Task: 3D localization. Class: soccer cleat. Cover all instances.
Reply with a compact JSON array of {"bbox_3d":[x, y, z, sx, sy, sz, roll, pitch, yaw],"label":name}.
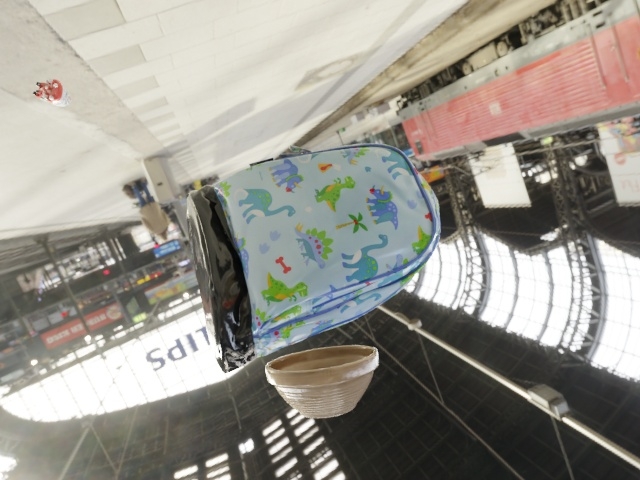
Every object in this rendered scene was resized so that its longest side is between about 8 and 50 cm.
[{"bbox_3d":[-0.319,-0.177,0.529,0.083,0.029,0.036,17,180,41],"label":"soccer cleat"}]

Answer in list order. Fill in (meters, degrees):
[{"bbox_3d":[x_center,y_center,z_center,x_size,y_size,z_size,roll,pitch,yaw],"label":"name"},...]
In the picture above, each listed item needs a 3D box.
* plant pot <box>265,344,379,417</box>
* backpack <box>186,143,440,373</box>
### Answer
[{"bbox_3d":[0.010,0.296,0.908,0.238,0.109,0.237,-9,176,-1],"label":"plant pot"},{"bbox_3d":[0.000,0.000,0.653,0.356,0.289,0.273,-7,154,-21],"label":"backpack"}]
